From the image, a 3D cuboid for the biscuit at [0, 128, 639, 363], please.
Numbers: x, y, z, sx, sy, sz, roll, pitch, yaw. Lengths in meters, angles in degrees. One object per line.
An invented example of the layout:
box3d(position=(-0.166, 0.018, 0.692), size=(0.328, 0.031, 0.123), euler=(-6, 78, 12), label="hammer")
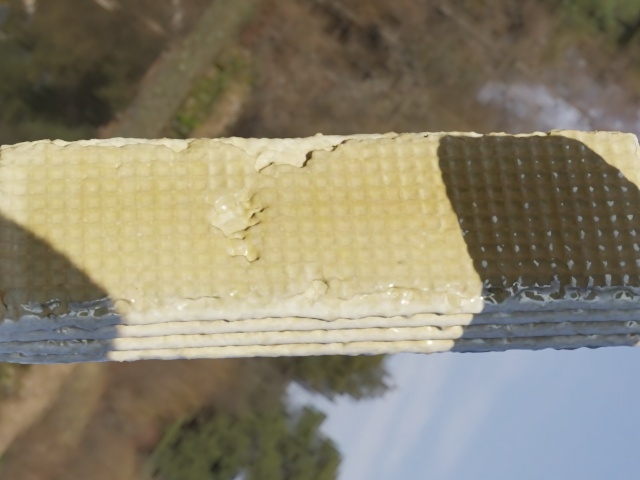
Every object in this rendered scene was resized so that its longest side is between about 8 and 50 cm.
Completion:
box3d(position=(0.000, 0.000, 1.113), size=(0.078, 0.426, 0.144), euler=(101, -15, -58), label="biscuit")
